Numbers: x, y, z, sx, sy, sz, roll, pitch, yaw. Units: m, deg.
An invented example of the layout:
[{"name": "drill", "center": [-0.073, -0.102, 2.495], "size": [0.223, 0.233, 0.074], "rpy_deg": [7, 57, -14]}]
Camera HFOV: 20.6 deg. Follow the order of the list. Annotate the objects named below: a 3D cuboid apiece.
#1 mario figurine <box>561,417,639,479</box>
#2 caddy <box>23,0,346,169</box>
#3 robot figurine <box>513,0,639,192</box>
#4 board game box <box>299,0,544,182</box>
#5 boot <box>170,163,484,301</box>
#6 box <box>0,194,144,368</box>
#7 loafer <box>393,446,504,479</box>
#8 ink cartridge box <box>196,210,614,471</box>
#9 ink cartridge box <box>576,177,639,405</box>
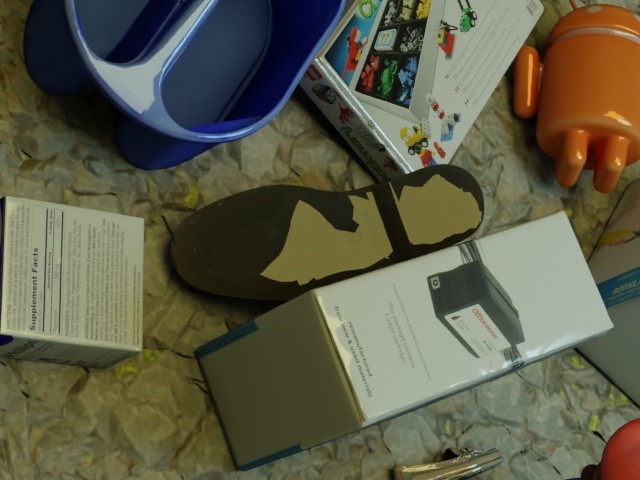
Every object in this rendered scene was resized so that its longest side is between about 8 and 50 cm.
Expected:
[{"name": "mario figurine", "center": [0.255, 0.283, 1.623], "size": [0.170, 0.320, 0.198], "rpy_deg": [38, 58, -16]}, {"name": "caddy", "center": [-0.116, -0.229, 1.646], "size": [0.241, 0.179, 0.341], "rpy_deg": [40, 57, -15]}, {"name": "robot figurine", "center": [0.301, -0.165, 1.925], "size": [0.128, 0.158, 0.219], "rpy_deg": [36, 56, -45]}, {"name": "board game box", "center": [0.107, -0.213, 1.841], "size": [0.193, 0.053, 0.305], "rpy_deg": [50, 54, -23]}, {"name": "boot", "center": [0.000, 0.000, 1.701], "size": [0.305, 0.115, 0.112], "rpy_deg": [-10, 85, -16]}, {"name": "box", "center": [-0.230, 0.039, 1.547], "size": [0.137, 0.072, 0.126], "rpy_deg": [10, 69, -31]}, {"name": "loafer", "center": [0.126, 0.221, 1.734], "size": [0.125, 0.045, 0.039], "rpy_deg": [-17, 77, -33]}, {"name": "ink cartridge box", "center": [0.078, 0.092, 1.633], "size": [0.307, 0.223, 0.129], "rpy_deg": [-16, 82, -36]}, {"name": "ink cartridge box", "center": [0.402, 0.042, 1.893], "size": [0.171, 0.168, 0.233], "rpy_deg": [40, 56, -14]}]
